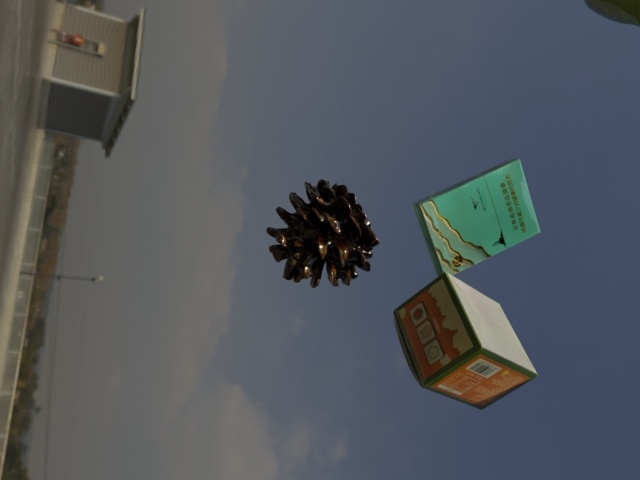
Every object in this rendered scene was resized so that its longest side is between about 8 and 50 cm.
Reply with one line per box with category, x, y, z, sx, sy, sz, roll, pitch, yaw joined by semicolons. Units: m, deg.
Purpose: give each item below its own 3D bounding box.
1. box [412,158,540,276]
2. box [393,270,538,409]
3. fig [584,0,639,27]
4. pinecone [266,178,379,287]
box;0.308;-0.044;1.102;0.162;0.229;0.041;68;-10;-14
box;0.266;0.194;1.055;0.148;0.195;0.177;-43;-140;25
fig;0.780;-0.621;1.396;0.206;0.206;0.275;-51;-142;45
pinecone;-0.001;-0.002;0.685;0.140;0.121;0.140;55;-20;32
